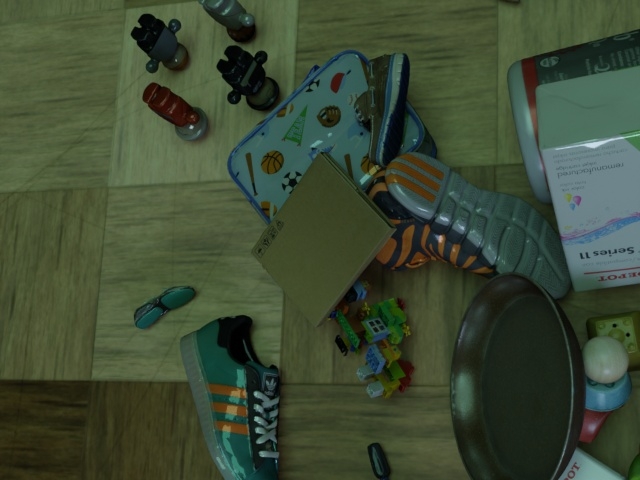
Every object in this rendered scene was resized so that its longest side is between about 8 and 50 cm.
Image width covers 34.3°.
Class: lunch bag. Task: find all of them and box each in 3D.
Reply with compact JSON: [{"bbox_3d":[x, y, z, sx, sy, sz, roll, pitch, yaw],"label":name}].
[{"bbox_3d":[0.018,-0.140,1.611,0.303,0.115,0.243,-41,65,6],"label":"lunch bag"}]

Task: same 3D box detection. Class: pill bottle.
[{"bbox_3d":[0.454,-0.186,1.419,0.363,0.210,0.210,-12,73,15],"label":"pill bottle"}]

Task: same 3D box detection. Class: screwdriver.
[{"bbox_3d":[0.104,0.374,1.501,0.025,0.024,0.169,-37,67,38],"label":"screwdriver"}]

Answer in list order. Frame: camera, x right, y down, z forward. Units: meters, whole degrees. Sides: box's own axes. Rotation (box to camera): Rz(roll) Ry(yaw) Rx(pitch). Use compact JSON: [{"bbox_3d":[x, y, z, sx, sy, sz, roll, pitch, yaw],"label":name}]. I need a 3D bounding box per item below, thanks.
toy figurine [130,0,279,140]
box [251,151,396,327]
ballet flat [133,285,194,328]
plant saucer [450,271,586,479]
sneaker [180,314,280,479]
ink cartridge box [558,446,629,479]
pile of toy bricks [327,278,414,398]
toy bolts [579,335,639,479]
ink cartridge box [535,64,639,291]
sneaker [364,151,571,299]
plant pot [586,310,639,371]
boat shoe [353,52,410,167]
[{"bbox_3d":[-0.189,-0.290,1.706,0.213,0.148,0.209,-24,64,14],"label":"toy figurine"},{"bbox_3d":[0.000,0.000,1.498,0.164,0.021,0.201,48,119,24],"label":"box"},{"bbox_3d":[-0.257,0.099,1.685,0.114,0.041,0.041,-34,69,7],"label":"ballet flat"},{"bbox_3d":[0.264,0.198,1.380,0.050,0.310,0.310,6,75,-20],"label":"plant saucer"},{"bbox_3d":[-0.110,0.250,1.558,0.121,0.108,0.302,-30,68,14],"label":"sneaker"},{"bbox_3d":[0.375,0.388,1.366,0.218,0.092,0.158,32,88,21],"label":"ink cartridge box"},{"bbox_3d":[0.083,0.117,1.541,0.105,0.118,0.212,-15,54,-25],"label":"pile of toy bricks"},{"bbox_3d":[0.427,0.197,1.319,0.229,0.158,0.218,30,60,24],"label":"toy bolts"},{"bbox_3d":[0.404,-0.052,1.318,0.207,0.353,0.119,-10,48,17],"label":"ink cartridge box"},{"bbox_3d":[0.201,0.001,1.514,0.321,0.180,0.124,34,57,-6],"label":"sneaker"},{"bbox_3d":[0.407,0.137,1.422,0.082,0.083,0.081,-11,74,17],"label":"plant pot"},{"bbox_3d":[0.086,-0.187,1.505,0.066,0.066,0.183,2,63,21],"label":"boat shoe"}]
